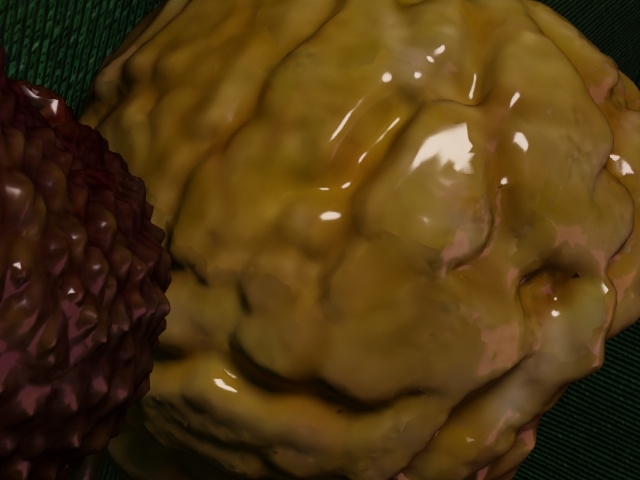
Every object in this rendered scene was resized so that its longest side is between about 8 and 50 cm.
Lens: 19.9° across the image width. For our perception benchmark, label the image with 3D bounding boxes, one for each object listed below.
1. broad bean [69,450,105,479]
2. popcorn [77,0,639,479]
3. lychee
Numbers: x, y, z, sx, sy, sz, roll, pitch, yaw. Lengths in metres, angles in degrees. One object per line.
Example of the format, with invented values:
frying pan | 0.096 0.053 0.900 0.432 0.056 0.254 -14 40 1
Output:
broad bean | -0.177 0.158 1.326 0.063 0.045 0.083 96 16 -51
popcorn | 0.005 -0.006 1.104 0.344 0.354 0.390 -45 178 -31
lychee | -0.204 0.024 0.714 0.271 0.271 0.271 -56 162 -29
